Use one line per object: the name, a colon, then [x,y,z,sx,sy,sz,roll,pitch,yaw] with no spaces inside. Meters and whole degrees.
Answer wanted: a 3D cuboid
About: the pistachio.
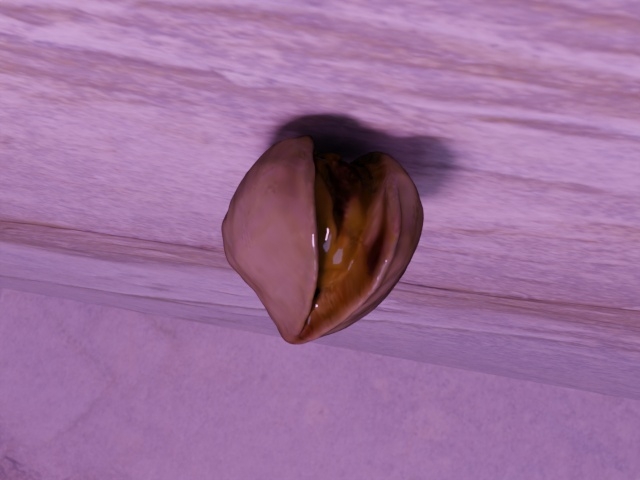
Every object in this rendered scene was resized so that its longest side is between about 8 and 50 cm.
pistachio: [0.000,0.000,0.827,0.129,0.131,0.206,4,167,-9]
